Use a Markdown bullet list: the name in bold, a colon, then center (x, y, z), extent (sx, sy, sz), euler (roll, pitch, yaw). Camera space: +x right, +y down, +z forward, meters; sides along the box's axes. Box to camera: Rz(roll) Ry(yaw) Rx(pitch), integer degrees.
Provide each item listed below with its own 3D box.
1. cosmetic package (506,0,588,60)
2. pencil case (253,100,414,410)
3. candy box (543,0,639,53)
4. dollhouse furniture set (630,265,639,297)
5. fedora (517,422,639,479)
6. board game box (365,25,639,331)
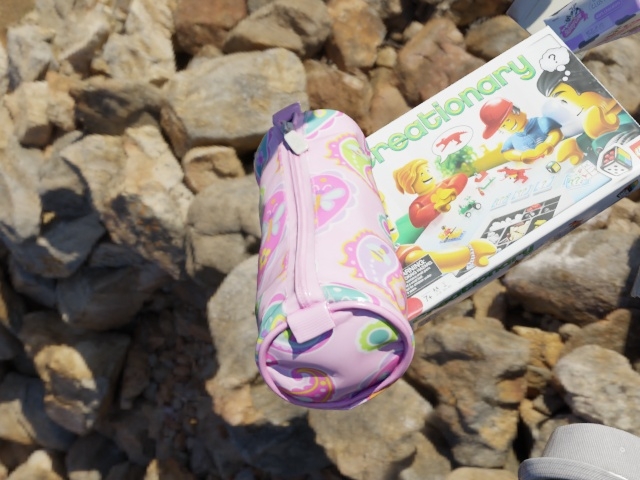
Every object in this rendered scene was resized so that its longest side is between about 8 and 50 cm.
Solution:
- **cosmetic package**: center (0.522, -0.515, 1.568), extent (0.296, 0.153, 0.129), euler (-54, 48, 25)
- **pencil case**: center (0.000, 0.000, 0.672), extent (0.124, 0.124, 0.284), euler (-44, 31, 28)
- **candy box**: center (0.460, -0.352, 1.196), extent (0.165, 0.196, 0.070), euler (-26, 88, 61)
- **dollhouse furniture set**: center (0.680, -0.003, 1.294), extent (0.174, 0.355, 0.303), euler (35, 139, 33)
- **fedora**: center (0.439, 0.367, 1.222), extent (0.124, 0.275, 0.244), euler (-61, -4, -30)
- **board game box**: center (0.165, -0.067, 0.834), extent (0.305, 0.053, 0.193), euler (-32, 66, -3)
